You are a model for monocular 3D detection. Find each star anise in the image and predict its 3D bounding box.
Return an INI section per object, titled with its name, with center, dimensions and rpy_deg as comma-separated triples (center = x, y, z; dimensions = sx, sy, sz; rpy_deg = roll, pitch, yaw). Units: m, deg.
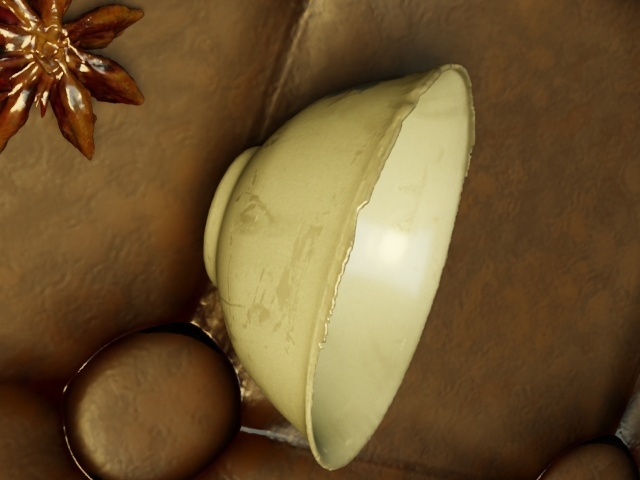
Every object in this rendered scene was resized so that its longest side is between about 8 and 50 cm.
[star anise]
center = -0.195, -0.134, 0.724
dimensions = 0.167, 0.057, 0.168
rpy_deg = -7, 107, -23

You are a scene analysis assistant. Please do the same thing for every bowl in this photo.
[bowl]
center = 0.000, 0.000, 0.783
dimensions = 0.313, 0.146, 0.313
rpy_deg = -55, 156, -40
